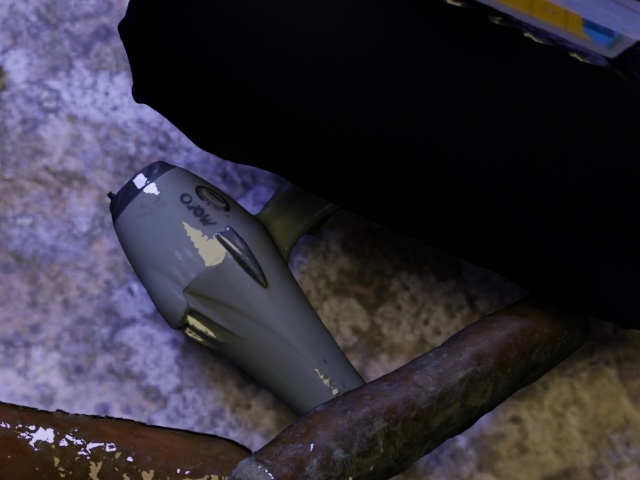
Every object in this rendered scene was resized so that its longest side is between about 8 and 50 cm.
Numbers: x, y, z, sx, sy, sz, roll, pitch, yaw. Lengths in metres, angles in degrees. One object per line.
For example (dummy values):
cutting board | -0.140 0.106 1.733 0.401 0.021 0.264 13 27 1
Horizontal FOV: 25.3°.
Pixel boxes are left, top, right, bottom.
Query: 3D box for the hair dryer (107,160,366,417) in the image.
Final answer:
hair dryer | 0.002 0.031 0.908 0.225 0.088 0.219 -17 74 -28

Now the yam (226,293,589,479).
yam | 0.062 0.097 0.840 0.274 0.061 0.061 -26 69 -34

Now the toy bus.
toy bus | 0.078 -0.102 0.887 0.386 0.171 0.162 23 31 -2

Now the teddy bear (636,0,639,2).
teddy bear | 0.142 -0.213 0.991 0.190 0.140 0.177 15 62 -8

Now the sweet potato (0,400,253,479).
sweet potato | -0.151 0.129 0.840 0.273 0.075 0.075 15 65 4
